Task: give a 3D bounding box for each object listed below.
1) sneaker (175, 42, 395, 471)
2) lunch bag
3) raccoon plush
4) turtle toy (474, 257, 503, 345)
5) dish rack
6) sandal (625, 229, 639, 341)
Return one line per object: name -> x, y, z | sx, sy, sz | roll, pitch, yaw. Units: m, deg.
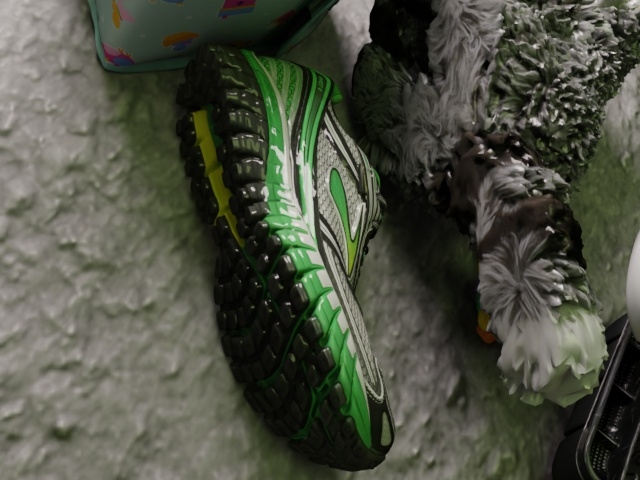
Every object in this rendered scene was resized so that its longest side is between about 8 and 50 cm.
sneaker -> 0.000, 0.000, 0.671 | 0.146, 0.134, 0.344 | -3, 68, -29
lunch bag -> -0.042, -0.246, 0.712 | 0.262, 0.223, 0.160 | -11, 78, -33
raccoon plush -> 0.209, -0.071, 0.788 | 0.299, 0.216, 0.447 | 4, 70, -32
turtle toy -> 0.174, 0.045, 0.781 | 0.095, 0.066, 0.130 | 10, 60, -12
dish rack -> 0.336, 0.205, 0.787 | 0.271, 0.074, 0.208 | 40, 56, -6
sandal -> 0.374, 0.140, 0.702 | 0.416, 0.102, 0.169 | 42, 57, -28
